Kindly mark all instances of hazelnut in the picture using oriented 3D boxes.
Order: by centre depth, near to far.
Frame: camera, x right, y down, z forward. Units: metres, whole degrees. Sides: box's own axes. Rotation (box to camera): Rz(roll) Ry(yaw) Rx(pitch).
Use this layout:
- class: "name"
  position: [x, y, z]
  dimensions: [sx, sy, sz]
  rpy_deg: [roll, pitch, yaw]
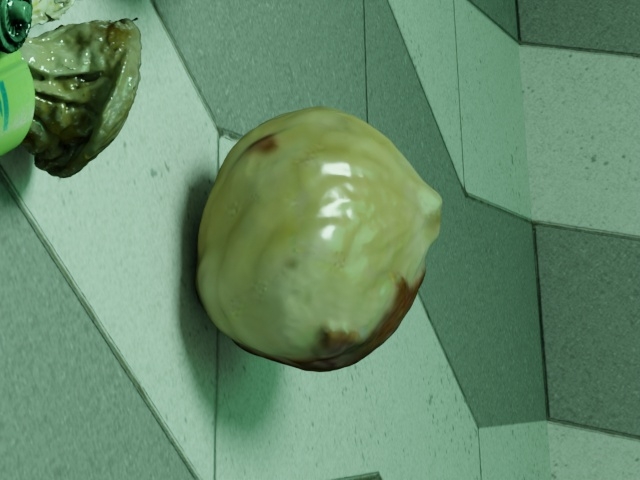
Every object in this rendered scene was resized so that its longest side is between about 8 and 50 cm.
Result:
- class: "hazelnut"
  position: [0.000, 0.000, 1.672]
  dimensions: [0.261, 0.241, 0.261]
  rpy_deg: [-12, 90, -78]

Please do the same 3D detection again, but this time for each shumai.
- class: "shumai"
  position: [-0.208, -0.122, 1.313]
  dimensions: [0.116, 0.145, 0.145]
  rpy_deg: [20, 56, -32]

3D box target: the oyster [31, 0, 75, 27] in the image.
- class: "oyster"
  position: [-0.251, -0.194, 1.332]
  dimensions: [0.200, 0.061, 0.106]
  rpy_deg: [41, 60, -59]

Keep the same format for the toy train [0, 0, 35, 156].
- class: "toy train"
  position: [-0.265, -0.095, 1.148]
  dimensions: [0.253, 0.105, 0.157]
  rpy_deg: [-50, 141, -65]
